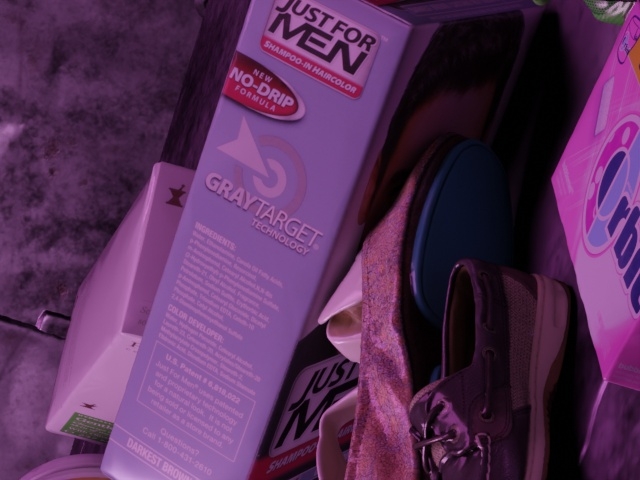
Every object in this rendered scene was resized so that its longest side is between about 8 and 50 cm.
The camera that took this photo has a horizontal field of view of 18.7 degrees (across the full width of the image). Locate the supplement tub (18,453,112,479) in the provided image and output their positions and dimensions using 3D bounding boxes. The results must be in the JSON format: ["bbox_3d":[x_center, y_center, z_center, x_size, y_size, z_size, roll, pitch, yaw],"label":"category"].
[{"bbox_3d":[-0.198,0.335,1.674,0.316,0.228,0.228,-113,40,-71],"label":"supplement tub"}]

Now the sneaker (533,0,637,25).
[{"bbox_3d":[0.185,-0.180,0.936,0.343,0.134,0.146,-164,68,-76],"label":"sneaker"}]

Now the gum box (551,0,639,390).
[{"bbox_3d":[0.165,-0.017,0.887,0.188,0.062,0.107,-94,23,-58],"label":"gum box"}]

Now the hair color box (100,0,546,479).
[{"bbox_3d":[0.000,0.000,1.274,0.185,0.113,0.374,-18,-47,-57],"label":"hair color box"}]

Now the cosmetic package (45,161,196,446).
[{"bbox_3d":[-0.101,0.078,1.656,0.365,0.197,0.155,133,151,-67],"label":"cosmetic package"}]

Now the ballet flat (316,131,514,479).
[{"bbox_3d":[0.047,0.074,1.151,0.106,0.107,0.316,-19,46,33],"label":"ballet flat"}]

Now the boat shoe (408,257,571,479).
[{"bbox_3d":[0.081,0.100,1.036,0.080,0.073,0.223,117,172,-48],"label":"boat shoe"}]
